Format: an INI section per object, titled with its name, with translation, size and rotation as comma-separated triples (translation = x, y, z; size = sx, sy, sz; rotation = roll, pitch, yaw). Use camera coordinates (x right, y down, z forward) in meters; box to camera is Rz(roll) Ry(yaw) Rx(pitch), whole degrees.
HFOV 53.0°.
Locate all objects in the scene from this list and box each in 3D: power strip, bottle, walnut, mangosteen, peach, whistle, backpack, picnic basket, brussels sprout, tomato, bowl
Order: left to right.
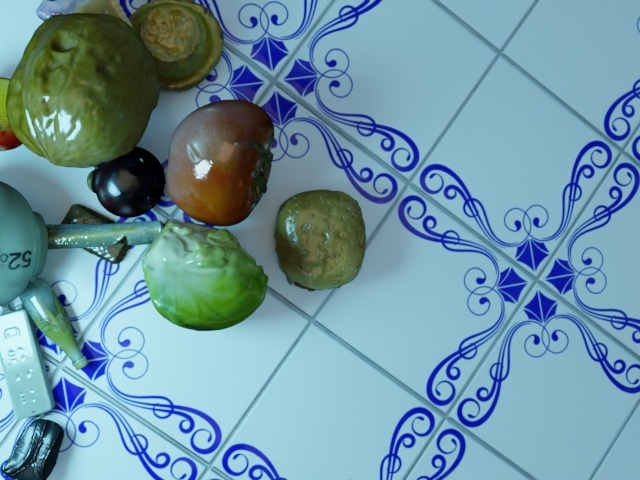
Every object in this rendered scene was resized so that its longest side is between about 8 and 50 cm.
[bowl]
translation = -0.813, 0.010, 1.622
size = 0.185, 0.353, 0.354
rotation = 1, 88, -43
[peach]
translation = -0.833, -0.329, 1.665
size = 0.190, 0.192, 0.190
rotation = -9, 108, -31
[power strip]
translation = -0.800, 0.319, 1.721
size = 0.098, 0.058, 0.339
rotation = -15, 90, -8
[backpack]
translation = -0.751, 0.558, 1.701
size = 0.120, 0.106, 0.165
rotation = 33, 64, -16
[bottle]
translation = -0.710, 0.228, 1.727
size = 0.083, 0.083, 0.270
rotation = -32, 96, -8
[walnut]
translation = -0.584, -0.366, 1.578
size = 0.308, 0.353, 0.398
rotation = 35, 58, -48
[picnic basket]
translation = -0.617, -0.018, 1.760
size = 0.193, 0.055, 0.110
rotation = 29, 85, -9
[whistle]
translation = -0.579, -0.015, 1.709
size = 0.326, 0.057, 0.068
rotation = -2, 89, -9
[mangosteen]
translation = -0.532, -0.167, 1.723
size = 0.230, 0.194, 0.194
rotation = 24, 85, 18
[brussels sprout]
translation = -0.303, 0.086, 1.684
size = 0.343, 0.268, 0.344
rotation = 1, 129, 1
[tomato]
translation = -0.270, -0.210, 1.686
size = 0.272, 0.341, 0.342
rotation = 14, 86, 6

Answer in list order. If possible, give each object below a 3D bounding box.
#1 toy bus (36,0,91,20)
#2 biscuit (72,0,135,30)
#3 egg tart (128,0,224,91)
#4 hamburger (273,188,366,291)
[toy bus]
translation = -0.659, -0.701, 1.755
size = 0.112, 0.090, 0.274
rotation = 32, 85, -15
[biscuit]
translation = -0.551, -0.520, 1.719
size = 0.160, 0.030, 0.250
rotation = -13, 115, 29
[egg tart]
translation = -0.408, -0.555, 1.780
size = 0.288, 0.118, 0.289
rotation = 1, 86, -12
[hamburger]
translation = 0.001, -0.001, 1.810
size = 0.259, 0.144, 0.284
rotation = -8, 95, -11
